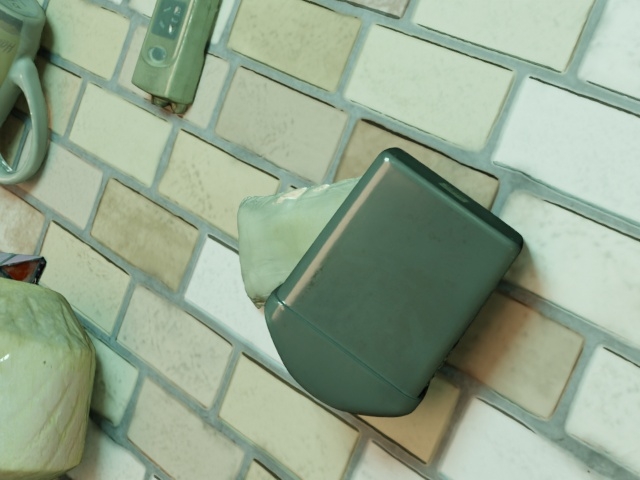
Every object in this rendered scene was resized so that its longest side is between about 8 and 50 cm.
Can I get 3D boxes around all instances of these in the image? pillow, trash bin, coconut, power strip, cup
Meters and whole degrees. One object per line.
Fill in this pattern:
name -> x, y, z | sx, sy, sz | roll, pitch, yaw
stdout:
pillow -> 0.000, 0.000, 1.022 | 0.229, 0.051, 0.128 | -10, 89, 37
trash bin -> 0.062, 0.050, 0.912 | 0.176, 0.101, 0.236 | 37, 105, 8
coconut -> -0.432, 0.204, 1.191 | 0.328, 0.328, 0.329 | -4, 83, 37
power strip -> -0.160, -0.302, 1.179 | 0.080, 0.048, 0.286 | 25, 99, 35
cup -> -0.485, -0.226, 1.332 | 0.301, 0.227, 0.257 | 46, 110, 0

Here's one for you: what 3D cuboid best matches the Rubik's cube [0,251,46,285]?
Rubik's cube -> -0.488, 0.047, 1.394 | 0.190, 0.211, 0.178 | -32, 40, -4
